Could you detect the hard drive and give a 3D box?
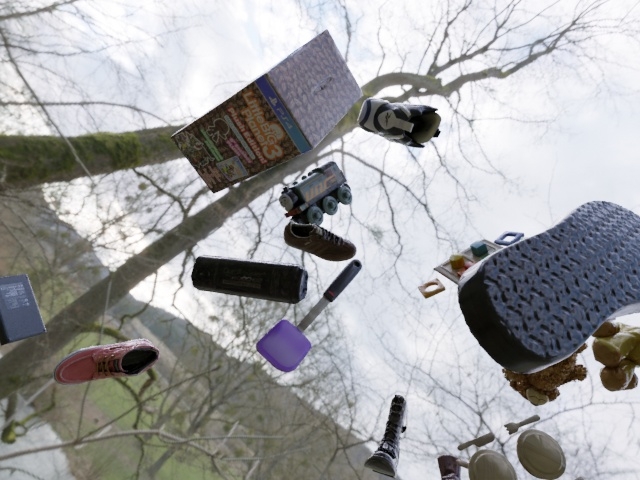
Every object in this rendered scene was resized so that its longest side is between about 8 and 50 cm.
[{"bbox_3d":[-0.631,0.140,0.926,0.135,0.022,0.094,69,15,4],"label":"hard drive"}]

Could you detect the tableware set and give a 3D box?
[{"bbox_3d":[0.345,0.402,0.798,0.039,0.194,0.128,98,-26,-45],"label":"tableware set"}]

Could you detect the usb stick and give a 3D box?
[{"bbox_3d":[-0.148,0.074,0.889,0.277,0.077,0.045,3,-9,31],"label":"usb stick"}]

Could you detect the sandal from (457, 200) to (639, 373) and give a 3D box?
[{"bbox_3d":[0.328,0.048,0.590,0.107,0.445,0.168,-52,-124,51],"label":"sandal"}]

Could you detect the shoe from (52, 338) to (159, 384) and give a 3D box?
[{"bbox_3d":[-0.394,0.227,0.831,0.081,0.177,0.064,-6,-87,56],"label":"shoe"}]

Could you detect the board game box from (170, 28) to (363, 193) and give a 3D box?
[{"bbox_3d":[-0.104,-0.244,0.876,0.290,0.232,0.141,-14,-61,41],"label":"board game box"}]

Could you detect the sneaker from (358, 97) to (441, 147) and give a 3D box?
[{"bbox_3d":[0.206,-0.243,0.962,0.153,0.234,0.094,31,-73,34],"label":"sneaker"}]

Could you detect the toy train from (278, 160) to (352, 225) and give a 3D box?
[{"bbox_3d":[-0.017,-0.172,1.734,0.142,0.334,0.190,-18,-75,53],"label":"toy train"}]

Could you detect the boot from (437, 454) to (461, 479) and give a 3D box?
[{"bbox_3d":[0.320,0.533,1.011,0.106,0.114,0.037,-1,-70,13],"label":"boot"}]

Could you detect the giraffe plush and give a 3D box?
[{"bbox_3d":[0.690,0.223,0.945,0.170,0.210,0.182,-17,-97,41],"label":"giraffe plush"}]

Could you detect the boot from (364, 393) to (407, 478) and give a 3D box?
[{"bbox_3d":[0.209,0.578,1.348,0.091,0.229,0.263,10,-28,18],"label":"boot"}]

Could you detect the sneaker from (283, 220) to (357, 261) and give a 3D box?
[{"bbox_3d":[0.000,0.000,1.094,0.188,0.066,0.071,12,-34,1],"label":"sneaker"}]

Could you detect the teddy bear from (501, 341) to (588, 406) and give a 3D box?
[{"bbox_3d":[0.719,0.418,1.428,0.244,0.113,0.338,12,-52,-13],"label":"teddy bear"}]

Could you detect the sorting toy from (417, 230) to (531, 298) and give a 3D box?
[{"bbox_3d":[0.421,0.054,1.216,0.047,0.347,0.196,64,-9,-21],"label":"sorting toy"}]

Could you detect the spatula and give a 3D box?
[{"bbox_3d":[-0.003,0.133,0.878,0.084,0.296,0.030,42,-30,5],"label":"spatula"}]
